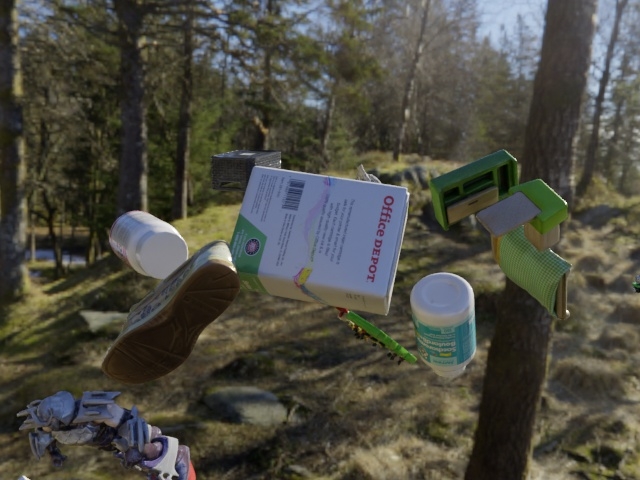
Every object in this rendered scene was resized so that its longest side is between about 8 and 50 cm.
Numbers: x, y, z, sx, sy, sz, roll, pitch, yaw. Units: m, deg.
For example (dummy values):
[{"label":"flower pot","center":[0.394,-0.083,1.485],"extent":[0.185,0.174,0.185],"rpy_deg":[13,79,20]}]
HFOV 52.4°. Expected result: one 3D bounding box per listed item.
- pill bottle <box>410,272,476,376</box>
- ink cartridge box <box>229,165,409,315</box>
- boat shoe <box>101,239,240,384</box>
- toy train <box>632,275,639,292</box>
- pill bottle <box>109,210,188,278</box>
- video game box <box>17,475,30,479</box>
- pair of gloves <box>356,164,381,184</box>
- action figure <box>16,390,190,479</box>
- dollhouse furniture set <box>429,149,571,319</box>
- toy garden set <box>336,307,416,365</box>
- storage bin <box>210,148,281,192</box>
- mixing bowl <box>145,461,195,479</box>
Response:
[{"label":"pill bottle","center":[0.300,0.215,1.568],"extent":[0.146,0.264,0.146],"rpy_deg":[-9,41,7]},{"label":"ink cartridge box","center":[0.000,0.000,1.123],"extent":[0.278,0.201,0.117],"rpy_deg":[9,-22,11]},{"label":"boat shoe","center":[-0.229,0.117,1.010],"extent":[0.104,0.285,0.089],"rpy_deg":[40,18,-30]},{"label":"toy train","center":[0.389,0.045,0.730],"extent":[0.083,0.023,0.017],"rpy_deg":[-7,16,-11]},{"label":"pill bottle","center":[-0.492,0.013,1.864],"extent":[0.160,0.160,0.283],"rpy_deg":[-2,12,-32]},{"label":"video game box","center":[-0.597,0.632,1.461],"extent":[0.205,0.048,0.187],"rpy_deg":[40,-24,17]},{"label":"pair of gloves","center":[0.124,-0.047,1.628],"extent":[0.042,0.240,0.204],"rpy_deg":[-11,54,-13]},{"label":"action figure","center":[-0.296,0.278,0.912],"extent":[0.185,0.099,0.285],"rpy_deg":[-2,-30,27]},{"label":"dollhouse furniture set","center":[0.326,0.023,1.171],"extent":[0.151,0.301,0.197],"rpy_deg":[-26,44,-5]},{"label":"toy garden set","center":[0.122,0.249,1.726],"extent":[0.204,0.049,0.244],"rpy_deg":[30,-8,39]},{"label":"storage bin","center":[-0.184,-0.178,1.635],"extent":[0.122,0.084,0.180],"rpy_deg":[5,16,20]},{"label":"mixing bowl","center":[-0.403,0.657,1.754],"extent":[0.098,0.181,0.181],"rpy_deg":[44,6,-4]}]
